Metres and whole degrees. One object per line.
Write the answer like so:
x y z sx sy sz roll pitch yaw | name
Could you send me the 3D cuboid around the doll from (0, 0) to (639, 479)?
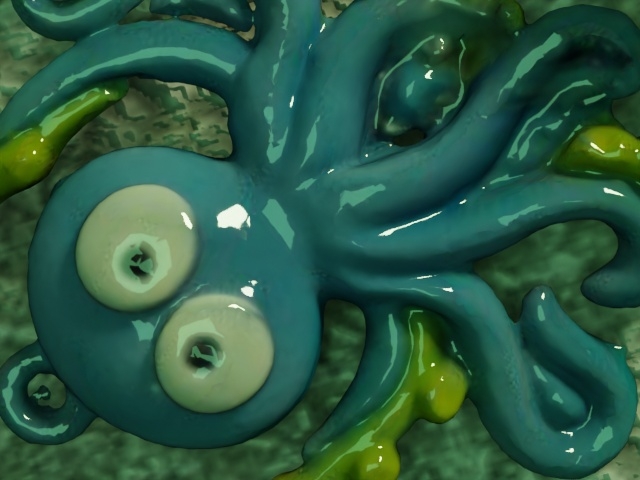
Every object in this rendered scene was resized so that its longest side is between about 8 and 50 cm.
0.000 0.000 0.767 0.341 0.099 0.346 -35 96 7 | doll
